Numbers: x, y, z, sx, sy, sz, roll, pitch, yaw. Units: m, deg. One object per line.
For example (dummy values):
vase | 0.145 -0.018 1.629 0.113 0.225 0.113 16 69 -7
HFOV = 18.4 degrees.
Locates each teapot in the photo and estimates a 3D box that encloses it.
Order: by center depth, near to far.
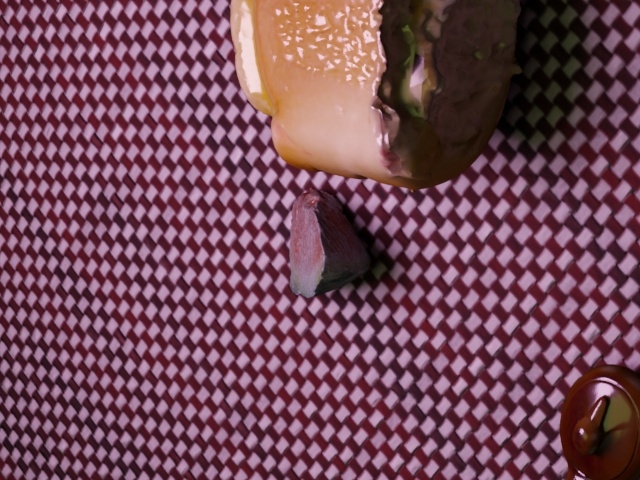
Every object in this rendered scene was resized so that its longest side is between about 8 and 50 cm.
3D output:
teapot | 0.251 0.173 1.754 0.098 0.078 0.129 34 122 31

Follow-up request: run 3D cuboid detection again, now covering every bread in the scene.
bread | 0.053 -0.207 1.750 0.270 0.211 0.315 10 103 49

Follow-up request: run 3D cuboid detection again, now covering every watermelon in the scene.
watermelon | 0.004 0.009 1.921 0.180 0.081 0.094 -131 18 -66
